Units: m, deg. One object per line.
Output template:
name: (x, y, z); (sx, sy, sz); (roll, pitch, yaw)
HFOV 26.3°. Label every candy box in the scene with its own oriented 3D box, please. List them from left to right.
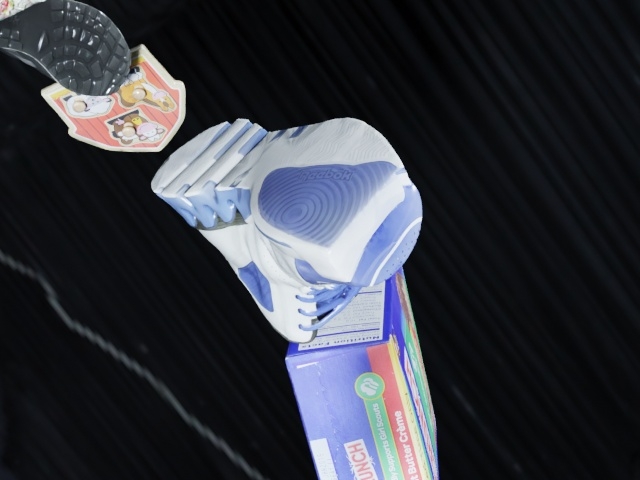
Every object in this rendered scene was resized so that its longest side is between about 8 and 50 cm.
candy box: (0.057, 0.177, 1.554); (0.122, 0.268, 0.317); (-11, -161, 8)

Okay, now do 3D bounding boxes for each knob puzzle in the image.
knob puzzle: (-0.282, -0.183, 1.995); (0.213, 0.213, 0.030); (-32, -134, 27)

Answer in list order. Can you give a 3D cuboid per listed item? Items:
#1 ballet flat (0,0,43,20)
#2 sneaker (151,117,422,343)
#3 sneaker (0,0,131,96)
ballet flat: (-0.304, -0.255, 1.020); (0.077, 0.241, 0.091); (-43, -172, 11)
sneaker: (-0.001, 0.000, 1.157); (0.127, 0.182, 0.315); (-46, -151, -17)
sneaker: (-0.372, -0.275, 1.737); (0.124, 0.283, 0.107); (27, -88, 50)
